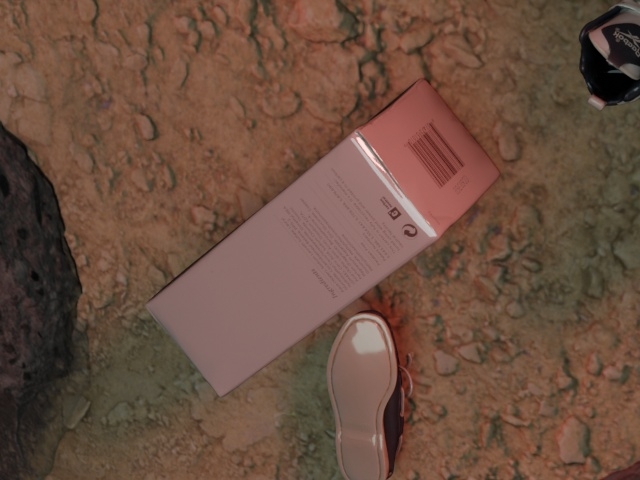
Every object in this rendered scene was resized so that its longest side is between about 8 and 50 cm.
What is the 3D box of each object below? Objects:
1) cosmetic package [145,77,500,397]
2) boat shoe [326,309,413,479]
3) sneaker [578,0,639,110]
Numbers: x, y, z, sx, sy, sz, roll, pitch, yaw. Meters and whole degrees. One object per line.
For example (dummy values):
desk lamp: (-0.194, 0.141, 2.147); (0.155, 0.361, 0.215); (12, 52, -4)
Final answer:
cosmetic package: (0.000, 0.000, 1.803); (0.385, 0.217, 0.156); (-37, 93, 33)
boat shoe: (0.067, 0.193, 1.935); (0.095, 0.079, 0.254); (5, 117, 23)
sneaker: (0.335, -0.227, 1.559); (0.094, 0.153, 0.235); (38, 124, 7)
